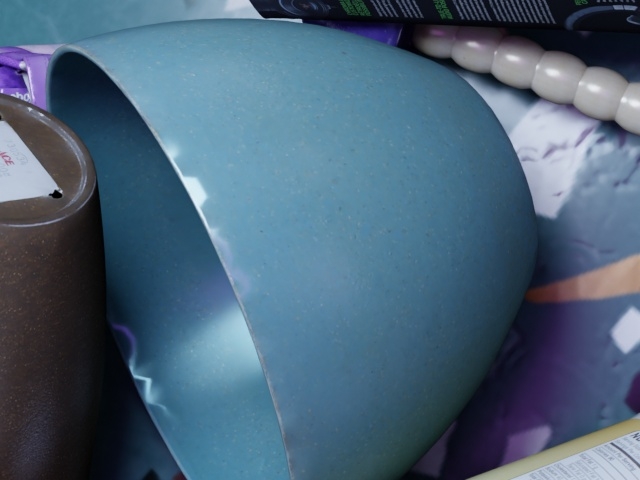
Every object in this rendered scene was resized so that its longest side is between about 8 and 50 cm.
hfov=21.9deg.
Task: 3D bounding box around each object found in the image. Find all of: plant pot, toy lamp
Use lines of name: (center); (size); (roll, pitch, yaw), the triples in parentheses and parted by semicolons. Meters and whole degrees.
plant pot: (-0.203, 0.040, 0.898); (0.215, 0.215, 0.230); (36, 129, 13)
plant pot: (0.000, 0.000, 0.893); (0.195, 0.290, 0.290); (-23, 80, -19)
toy lamp: (0.120, -0.098, 0.951); (0.275, 0.080, 0.080); (24, 92, 14)

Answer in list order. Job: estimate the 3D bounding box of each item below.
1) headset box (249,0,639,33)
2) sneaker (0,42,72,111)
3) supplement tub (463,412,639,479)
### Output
headset box: (0.083, -0.248, 0.890); (0.283, 0.131, 0.246); (5, 69, 22)
sneaker: (-0.147, -0.082, 0.999); (0.236, 0.104, 0.095); (-7, 83, 12)
supplement tub: (0.130, 0.213, 0.783); (0.316, 0.228, 0.228); (-19, 81, -12)
